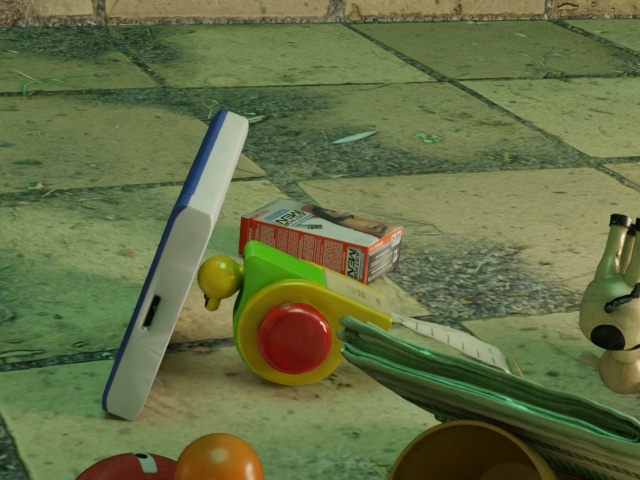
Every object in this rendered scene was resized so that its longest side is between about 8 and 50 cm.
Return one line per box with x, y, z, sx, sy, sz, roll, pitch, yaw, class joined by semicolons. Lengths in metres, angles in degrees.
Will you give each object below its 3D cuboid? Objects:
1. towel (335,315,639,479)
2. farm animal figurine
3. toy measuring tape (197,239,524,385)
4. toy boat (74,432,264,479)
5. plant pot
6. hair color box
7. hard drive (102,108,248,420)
0.173;0.142;1.157;0.248;0.038;0.325;17;-11;29;towel
0.355;0.093;1.384;0.330;0.172;0.327;14;-1;-12;farm animal figurine
0.029;0.103;1.439;0.330;0.121;0.121;24;16;-12;toy measuring tape
-0.079;0.198;0.997;0.151;0.151;0.231;6;15;-37;toy boat
0.128;0.200;1.121;0.134;0.134;0.095;16;3;30;plant pot
0.000;0.000;1.743;0.167;0.053;0.093;15;21;24;hair color box
-0.135;0.012;1.450;0.040;0.210;0.318;21;19;-5;hard drive
